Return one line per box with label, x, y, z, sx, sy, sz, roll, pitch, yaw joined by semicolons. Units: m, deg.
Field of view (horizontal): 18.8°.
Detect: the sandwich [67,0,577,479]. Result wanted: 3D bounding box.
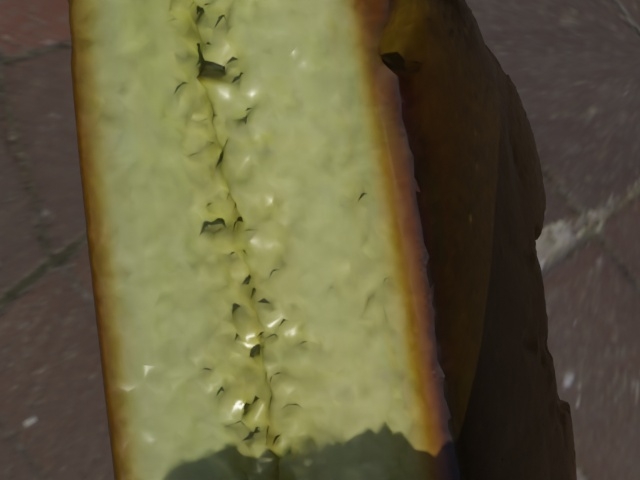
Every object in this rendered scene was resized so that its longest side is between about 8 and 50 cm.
sandwich;0.000;0.000;0.554;0.122;0.128;0.236;-3;100;17
